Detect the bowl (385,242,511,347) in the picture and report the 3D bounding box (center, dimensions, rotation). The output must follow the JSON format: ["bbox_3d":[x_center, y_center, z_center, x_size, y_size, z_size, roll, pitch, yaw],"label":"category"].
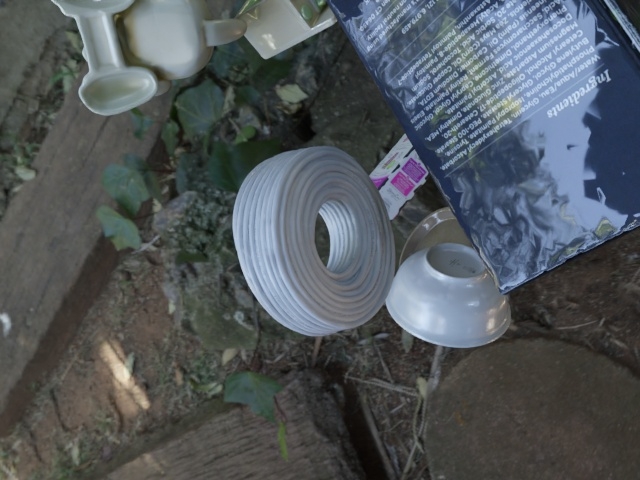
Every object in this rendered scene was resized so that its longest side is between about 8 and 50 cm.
[{"bbox_3d":[0.302,0.098,1.377,0.298,0.298,0.134,26,131,31],"label":"bowl"}]

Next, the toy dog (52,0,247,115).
[{"bbox_3d":[-0.374,-0.508,1.349,0.395,0.408,0.284,-16,119,2],"label":"toy dog"}]

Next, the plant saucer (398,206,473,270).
[{"bbox_3d":[0.327,0.037,1.654,0.278,0.041,0.278,-40,35,36],"label":"plant saucer"}]

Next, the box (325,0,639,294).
[{"bbox_3d":[0.344,-0.241,0.859,0.297,0.480,0.471,-39,76,40],"label":"box"}]

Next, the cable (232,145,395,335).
[{"bbox_3d":[0.000,0.000,0.808,0.089,0.257,0.257,-9,88,40],"label":"cable"}]

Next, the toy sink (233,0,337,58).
[{"bbox_3d":[-0.062,-0.544,1.356,0.234,0.131,0.152,-10,45,43],"label":"toy sink"}]

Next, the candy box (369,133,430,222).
[{"bbox_3d":[0.158,-0.128,1.259,0.071,0.159,0.233,40,88,-12],"label":"candy box"}]
